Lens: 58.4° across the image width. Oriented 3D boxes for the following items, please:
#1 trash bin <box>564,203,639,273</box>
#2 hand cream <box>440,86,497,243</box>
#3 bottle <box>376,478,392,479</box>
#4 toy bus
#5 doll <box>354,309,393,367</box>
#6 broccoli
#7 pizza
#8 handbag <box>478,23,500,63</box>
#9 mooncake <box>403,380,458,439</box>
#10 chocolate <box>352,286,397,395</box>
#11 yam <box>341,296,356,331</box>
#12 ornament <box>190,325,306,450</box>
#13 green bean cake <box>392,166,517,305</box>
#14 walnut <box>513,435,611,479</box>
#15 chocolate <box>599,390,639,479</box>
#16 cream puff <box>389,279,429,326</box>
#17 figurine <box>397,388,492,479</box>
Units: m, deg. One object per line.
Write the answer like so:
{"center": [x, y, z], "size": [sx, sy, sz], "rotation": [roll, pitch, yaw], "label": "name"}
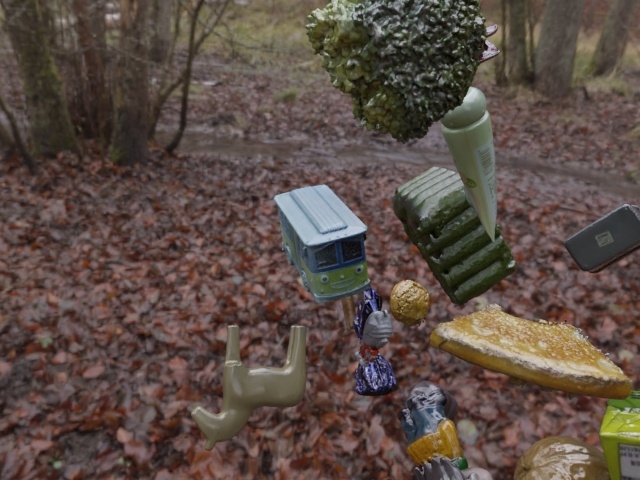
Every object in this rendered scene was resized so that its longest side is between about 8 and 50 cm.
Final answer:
{"center": [0.657, -0.003, 1.297], "size": [0.236, 0.176, 0.101], "rotation": [3, 55, -59], "label": "trash bin"}
{"center": [0.312, -0.153, 1.134], "size": [0.093, 0.306, 0.147], "rotation": [-13, 33, 23], "label": "hand cream"}
{"center": [0.153, 0.554, 1.253], "size": [0.101, 0.047, 0.063], "rotation": [28, 9, -16], "label": "bottle"}
{"center": [0.000, 0.000, 1.405], "size": [0.151, 0.190, 0.312], "rotation": [-14, 29, -13], "label": "toy bus"}
{"center": [0.133, 0.238, 1.417], "size": [0.079, 0.180, 0.094], "rotation": [5, 34, -27], "label": "doll"}
{"center": [0.109, -0.308, 0.837], "size": [0.259, 0.288, 0.235], "rotation": [22, -8, 22], "label": "broccoli"}
{"center": [0.363, 0.198, 1.014], "size": [0.323, 0.090, 0.223], "rotation": [14, 17, 19], "label": "pizza"}
{"center": [0.249, -0.412, 1.231], "size": [0.203, 0.074, 0.216], "rotation": [-30, 35, -32], "label": "handbag"}
{"center": [0.411, 0.655, 2.137], "size": [0.244, 0.245, 0.133], "rotation": [-16, 19, -41], "label": "mooncake"}
{"center": [0.152, 0.305, 1.777], "size": [0.126, 0.344, 0.148], "rotation": [-11, -14, 13], "label": "chocolate"}
{"center": [0.109, 0.239, 2.267], "size": [0.056, 0.241, 0.057], "rotation": [-8, -1, 0], "label": "yam"}
{"center": [-0.141, 0.292, 1.151], "size": [0.230, 0.245, 0.061], "rotation": [5, -9, -20], "label": "ornament"}
{"center": [0.353, -0.015, 1.590], "size": [0.218, 0.335, 0.319], "rotation": [-31, 14, 1], "label": "green bean cake"}
{"center": [0.687, 0.688, 1.539], "size": [0.332, 0.333, 0.333], "rotation": [5, 24, -2], "label": "walnut"}
{"center": [0.820, 0.462, 1.316], "size": [0.300, 0.137, 0.288], "rotation": [-3, 5, 33], "label": "chocolate"}
{"center": [0.359, 0.251, 2.254], "size": [0.189, 0.189, 0.129], "rotation": [-13, 7, -37], "label": "cream puff"}
{"center": [0.248, 0.480, 1.139], "size": [0.204, 0.185, 0.332], "rotation": [-18, 57, -34], "label": "figurine"}
